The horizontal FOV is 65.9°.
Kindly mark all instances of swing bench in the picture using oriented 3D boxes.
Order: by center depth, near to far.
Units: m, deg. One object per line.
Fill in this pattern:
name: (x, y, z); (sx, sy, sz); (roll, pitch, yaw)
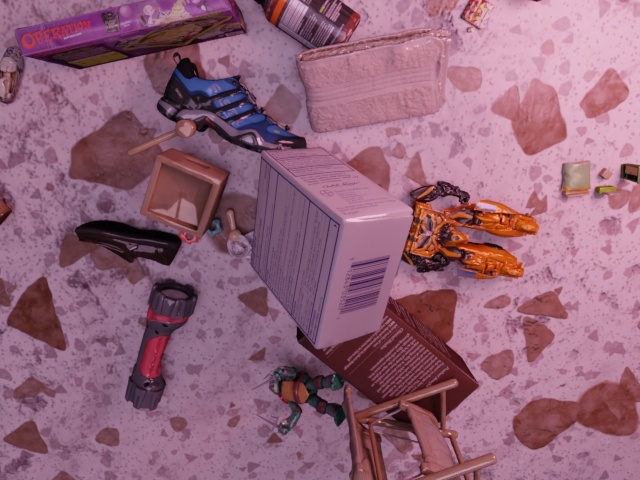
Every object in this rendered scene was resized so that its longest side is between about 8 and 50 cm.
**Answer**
swing bench: (0.177, 0.415, 0.974); (0.255, 0.253, 0.165); (-5, 108, 1)

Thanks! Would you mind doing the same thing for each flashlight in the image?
flashlight: (-0.365, 0.244, 1.124); (0.103, 0.103, 0.303); (16, 105, -10)

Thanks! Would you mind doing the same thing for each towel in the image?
towel: (0.106, -0.300, 0.951); (0.283, 0.049, 0.187); (-11, 145, 3)

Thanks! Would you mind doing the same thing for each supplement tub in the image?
supplement tub: (-0.030, -0.430, 0.926); (0.198, 0.106, 0.106); (32, 103, -10)

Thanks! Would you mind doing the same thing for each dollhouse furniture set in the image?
dollhouse furniture set: (0.604, -0.134, 1.061); (0.152, 0.058, 0.076); (-6, 107, 0)

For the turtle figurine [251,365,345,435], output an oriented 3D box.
turtle figurine: (-0.056, 0.352, 1.142); (0.234, 0.118, 0.175); (-4, 111, 30)

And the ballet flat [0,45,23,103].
ballet flat: (-0.615, -0.325, 0.973); (0.041, 0.041, 0.114); (17, 105, -7)

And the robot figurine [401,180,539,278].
robot figurine: (0.309, -0.012, 1.075); (0.291, 0.085, 0.210); (10, 106, -5)

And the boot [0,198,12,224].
boot: (-0.818, -0.045, 1.014); (0.283, 0.109, 0.220); (-44, 105, 9)

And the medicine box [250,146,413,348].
medicine box: (0.000, 0.000, 0.926); (0.149, 0.289, 0.263); (-10, 126, -31)

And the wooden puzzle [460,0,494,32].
wooden puzzle: (0.312, -0.455, 0.981); (0.049, 0.006, 0.083); (27, 104, -10)

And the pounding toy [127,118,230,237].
pounding toy: (-0.274, -0.140, 0.961); (0.181, 0.094, 0.206); (22, 110, -5)

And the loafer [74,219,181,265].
loafer: (-0.416, 0.013, 1.061); (0.220, 0.080, 0.078); (12, 106, -6)

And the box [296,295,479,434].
box: (0.150, 0.251, 1.125); (0.381, 0.143, 0.191); (42, 101, -11)

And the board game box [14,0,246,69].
board game box: (-0.317, -0.373, 0.881); (0.347, 0.208, 0.056); (-12, 107, 1)

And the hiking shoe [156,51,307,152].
hiking shoe: (-0.160, -0.255, 0.973); (0.304, 0.113, 0.132); (19, 97, -13)

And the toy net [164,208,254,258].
toy net: (-0.223, -0.017, 1.068); (0.232, 0.045, 0.122); (37, 92, -10)
